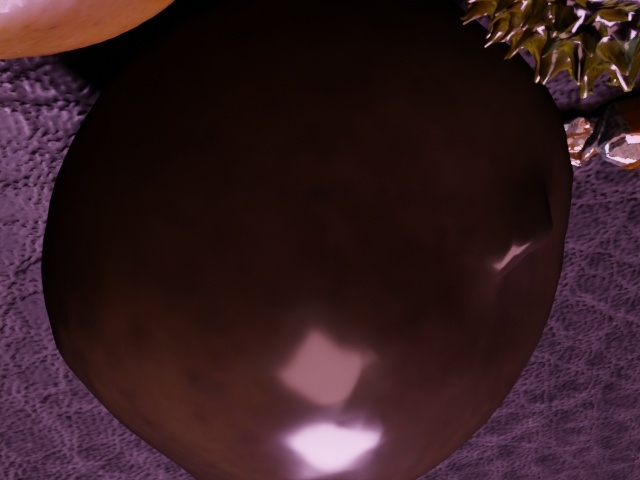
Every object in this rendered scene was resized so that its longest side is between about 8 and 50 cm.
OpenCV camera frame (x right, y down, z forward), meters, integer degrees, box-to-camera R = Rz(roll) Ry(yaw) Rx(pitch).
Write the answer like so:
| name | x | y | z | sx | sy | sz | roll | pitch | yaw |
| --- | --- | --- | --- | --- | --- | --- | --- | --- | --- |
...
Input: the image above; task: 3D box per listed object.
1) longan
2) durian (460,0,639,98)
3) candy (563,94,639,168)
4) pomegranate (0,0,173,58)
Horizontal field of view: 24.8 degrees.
| name | x | y | z | sx | sy | sz | roll | pitch | yaw |
| --- | --- | --- | --- | --- | --- | --- | --- | --- | --- |
| longan | -0.001 | -0.003 | 0.798 | 0.297 | 0.297 | 0.297 | -12 | 145 | -8 |
| durian | 0.143 | -0.208 | 0.631 | 0.291 | 0.224 | 0.291 | -1 | 110 | -2 |
| candy | 0.245 | -0.080 | 0.991 | 0.182 | 0.046 | 0.053 | -17 | 144 | 2 |
| pomegranate | -0.132 | -0.190 | 0.488 | 0.264 | 0.264 | 0.264 | -12 | 145 | -8 |
